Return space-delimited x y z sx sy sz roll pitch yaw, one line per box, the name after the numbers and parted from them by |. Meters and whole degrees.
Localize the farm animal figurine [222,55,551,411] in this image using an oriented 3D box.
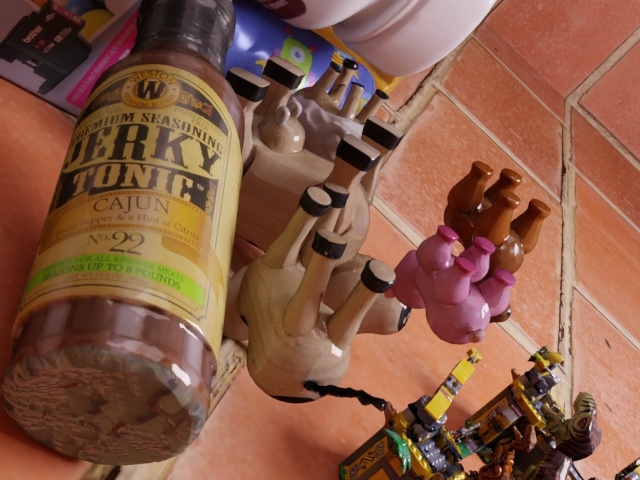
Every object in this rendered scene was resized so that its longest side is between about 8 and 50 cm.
0.000 0.000 0.733 0.326 0.172 0.330 41 28 24 | farm animal figurine

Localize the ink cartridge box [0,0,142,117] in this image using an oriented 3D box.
-0.223 -0.216 0.676 0.311 0.186 0.065 30 30 -32 | ink cartridge box

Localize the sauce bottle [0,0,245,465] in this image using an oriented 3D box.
-0.104 -0.039 0.588 0.111 0.111 0.345 30 40 -29 | sauce bottle

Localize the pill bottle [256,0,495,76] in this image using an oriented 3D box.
-0.030 -0.322 0.800 0.392 0.224 0.224 32 26 -27 | pill bottle

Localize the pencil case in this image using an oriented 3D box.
-0.087 -0.177 0.916 0.306 0.119 0.133 25 71 -37 | pencil case

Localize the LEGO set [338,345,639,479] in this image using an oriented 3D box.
0.194 0.173 0.701 0.331 0.192 0.255 11 40 -52 | LEGO set

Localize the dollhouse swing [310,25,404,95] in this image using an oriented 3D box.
-0.028 -0.328 0.970 0.315 0.347 0.305 51 23 13 | dollhouse swing
